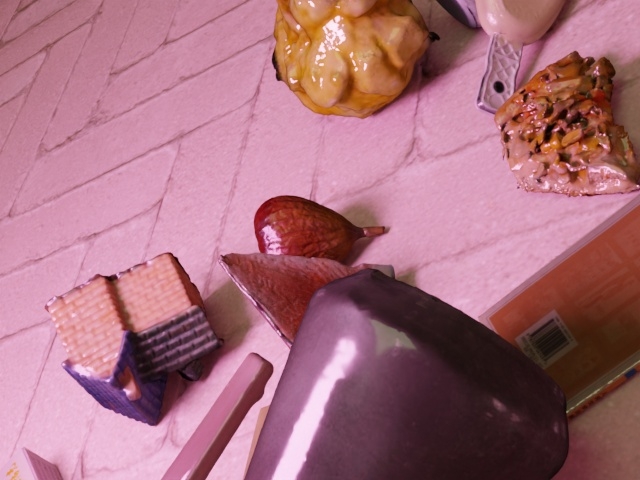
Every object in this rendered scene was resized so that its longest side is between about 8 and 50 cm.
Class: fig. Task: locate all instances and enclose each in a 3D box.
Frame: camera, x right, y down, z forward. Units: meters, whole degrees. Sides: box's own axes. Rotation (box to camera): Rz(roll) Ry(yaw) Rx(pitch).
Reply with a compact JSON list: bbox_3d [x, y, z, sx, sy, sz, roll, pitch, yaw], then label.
[{"bbox_3d":[-0.011,0.009,1.243,0.152,0.119,0.119,13,62,25],"label":"fig"}]

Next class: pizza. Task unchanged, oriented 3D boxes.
[{"bbox_3d":[0.261,-0.121,1.110,0.147,0.069,0.226,-25,39,25],"label":"pizza"}]

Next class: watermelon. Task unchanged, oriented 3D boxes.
[{"bbox_3d":[-0.027,0.098,1.118,0.207,0.202,0.136,-82,6,-60],"label":"watermelon"}]

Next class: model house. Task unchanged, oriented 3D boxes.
[{"bbox_3d":[-0.222,0.138,1.297,0.182,0.166,0.172,-30,50,-3],"label":"model house"}]

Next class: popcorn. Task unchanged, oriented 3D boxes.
[{"bbox_3d":[0.040,-0.293,1.400,0.215,0.252,0.286,-5,39,-12],"label":"popcorn"}]

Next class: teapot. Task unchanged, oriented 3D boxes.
[{"bbox_3d":[0.016,0.207,0.833,0.253,0.300,0.344,19,73,53],"label":"teapot"}]

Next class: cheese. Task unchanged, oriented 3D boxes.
[{"bbox_3d":[0.238,-0.260,1.264,0.050,0.127,0.235,144,142,-69],"label":"cheese"}]

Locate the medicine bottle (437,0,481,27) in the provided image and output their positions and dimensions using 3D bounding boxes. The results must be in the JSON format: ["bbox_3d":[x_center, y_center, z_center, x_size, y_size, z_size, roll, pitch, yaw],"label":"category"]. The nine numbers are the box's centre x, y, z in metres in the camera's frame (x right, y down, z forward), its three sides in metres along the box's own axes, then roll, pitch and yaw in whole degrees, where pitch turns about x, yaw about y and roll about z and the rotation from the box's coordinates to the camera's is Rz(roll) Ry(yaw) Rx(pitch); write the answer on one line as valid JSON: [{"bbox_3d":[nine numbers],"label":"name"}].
[{"bbox_3d":[0.225,-0.385,1.359,0.168,0.135,0.135,-45,34,3],"label":"medicine bottle"}]

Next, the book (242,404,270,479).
[{"bbox_3d":[-0.022,0.263,1.051,0.161,0.026,0.231,-19,42,35],"label":"book"}]

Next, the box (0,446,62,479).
[{"bbox_3d":[-0.366,0.417,1.223,0.200,0.065,0.343,-48,34,-5],"label":"box"}]

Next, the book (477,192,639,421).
[{"bbox_3d":[0.275,0.054,0.958,0.241,0.018,0.170,-38,36,12],"label":"book"}]
